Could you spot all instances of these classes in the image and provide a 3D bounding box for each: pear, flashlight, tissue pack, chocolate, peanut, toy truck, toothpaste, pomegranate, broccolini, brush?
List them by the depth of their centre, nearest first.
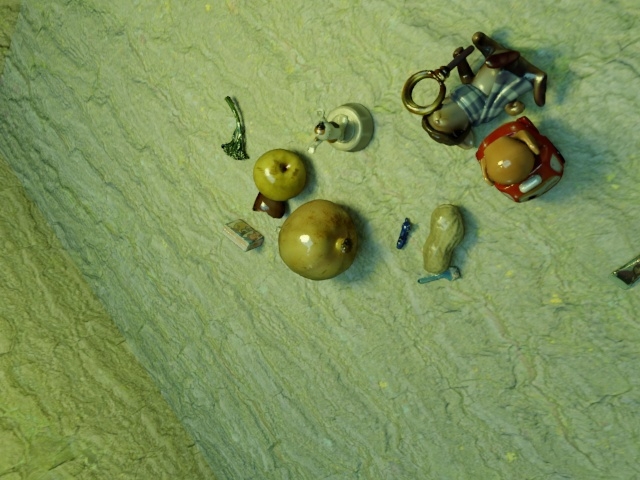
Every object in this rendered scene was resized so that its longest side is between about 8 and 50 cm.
[{"bbox_3d":[0.556,-0.202,1.224,0.265,0.239,0.189,40,126,-15],"label":"toy truck"},{"bbox_3d":[0.916,0.054,1.230,0.062,0.037,0.216,42,128,13],"label":"toothpaste"},{"bbox_3d":[0.415,0.002,1.481,0.123,0.123,0.256,19,117,26],"label":"peanut"},{"bbox_3d":[0.422,0.131,1.578,0.164,0.014,0.051,-21,93,36],"label":"brush"},{"bbox_3d":[0.305,-0.021,1.591,0.035,0.057,0.121,6,121,-10],"label":"flashlight"},{"bbox_3d":[0.000,0.000,1.636,0.319,0.319,0.319,10,111,29],"label":"pomegranate"},{"bbox_3d":[-0.161,-0.251,1.713,0.209,0.209,0.209,10,111,29],"label":"pear"},{"bbox_3d":[-0.208,-0.143,1.826,0.133,0.124,0.127,23,134,-7],"label":"chocolate"},{"bbox_3d":[-0.381,-0.470,1.860,0.123,0.062,0.271,-2,110,17],"label":"broccolini"},{"bbox_3d":[-0.344,-0.025,1.948,0.155,0.115,0.065,35,120,17],"label":"tissue pack"}]

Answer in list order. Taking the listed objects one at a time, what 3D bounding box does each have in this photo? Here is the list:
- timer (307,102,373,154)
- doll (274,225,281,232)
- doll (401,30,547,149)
[{"bbox_3d":[0.048,-0.376,1.494,0.175,0.266,0.175,11,111,29],"label":"timer"},{"bbox_3d":[-0.156,-0.035,1.875,0.085,0.040,0.058,48,134,9],"label":"doll"},{"bbox_3d":[0.437,-0.422,1.269,0.318,0.209,0.340,48,121,1],"label":"doll"}]
